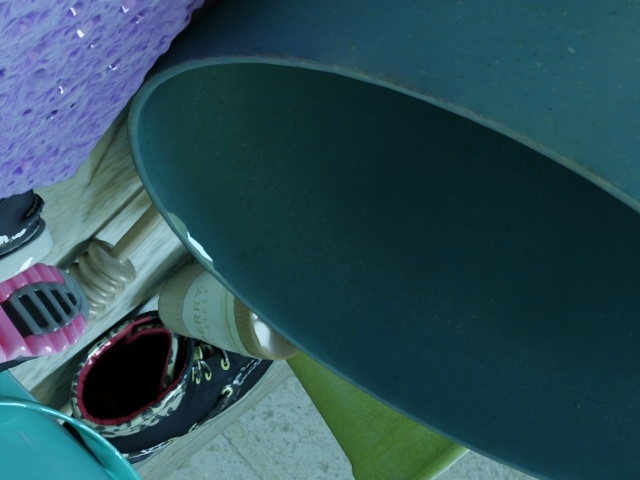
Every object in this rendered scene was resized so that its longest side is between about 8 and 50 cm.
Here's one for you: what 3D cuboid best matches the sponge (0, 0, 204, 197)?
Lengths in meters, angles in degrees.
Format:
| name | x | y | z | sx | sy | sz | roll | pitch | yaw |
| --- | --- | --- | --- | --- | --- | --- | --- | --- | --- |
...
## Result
| name | x | y | z | sx | sy | sz | roll | pitch | yaw |
| --- | --- | --- | --- | --- | --- | --- | --- | --- | --- |
| sponge | -0.104 | -0.042 | 0.336 | 0.117 | 0.031 | 0.210 | -45 | 172 | 29 |

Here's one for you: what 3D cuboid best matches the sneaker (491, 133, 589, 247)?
| name | x | y | z | sx | sy | sz | roll | pitch | yaw |
| --- | --- | --- | --- | --- | --- | --- | --- | --- | --- |
| sneaker | 0.152 | -0.109 | 0.740 | 0.145 | 0.090 | 0.270 | 126 | -16 | -77 |

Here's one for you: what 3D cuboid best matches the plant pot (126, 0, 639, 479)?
| name | x | y | z | sx | sy | sz | roll | pitch | yaw |
| --- | --- | --- | --- | --- | --- | --- | --- | --- | --- |
| plant pot | 0.098 | -0.046 | 0.532 | 0.195 | 0.290 | 0.290 | -58 | 180 | -22 |

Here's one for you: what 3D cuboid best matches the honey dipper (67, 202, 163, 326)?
| name | x | y | z | sx | sy | sz | roll | pitch | yaw |
| --- | --- | --- | --- | --- | --- | --- | --- | --- | --- |
| honey dipper | -0.076 | -0.022 | 0.656 | 0.160 | 0.030 | 0.030 | -47 | 172 | 14 |

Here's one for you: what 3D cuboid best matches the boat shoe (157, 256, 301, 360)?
| name | x | y | z | sx | sy | sz | roll | pitch | yaw |
| --- | --- | --- | --- | --- | --- | --- | --- | --- | --- |
| boat shoe | 0.000 | 0.000 | 0.971 | 0.098 | 0.109 | 0.302 | 3 | -158 | 34 |

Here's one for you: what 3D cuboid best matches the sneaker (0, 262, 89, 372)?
| name | x | y | z | sx | sy | sz | roll | pitch | yaw |
| --- | --- | --- | --- | --- | --- | --- | --- | --- | --- |
| sneaker | -0.159 | 0.048 | 0.594 | 0.057 | 0.047 | 0.119 | -27 | -179 | 44 |

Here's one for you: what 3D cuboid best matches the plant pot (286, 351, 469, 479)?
| name | x | y | z | sx | sy | sz | roll | pitch | yaw |
| --- | --- | --- | --- | --- | --- | --- | --- | --- | --- |
| plant pot | 0.077 | 0.111 | 1.385 | 0.276 | 0.254 | 0.276 | -41 | 173 | -6 |

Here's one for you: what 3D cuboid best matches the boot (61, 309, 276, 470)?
| name | x | y | z | sx | sy | sz | roll | pitch | yaw |
| --- | --- | --- | --- | --- | --- | --- | --- | --- | --- |
| boot | -0.100 | 0.090 | 0.993 | 0.236 | 0.085 | 0.178 | -38 | 170 | -23 |

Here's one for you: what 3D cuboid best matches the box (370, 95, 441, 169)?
| name | x | y | z | sx | sy | sz | roll | pitch | yaw |
| --- | --- | --- | --- | --- | --- | --- | --- | --- | --- |
| box | 0.002 | -0.048 | 0.717 | 0.137 | 0.072 | 0.126 | -42 | 173 | 10 |

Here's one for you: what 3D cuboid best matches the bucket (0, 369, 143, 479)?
| name | x | y | z | sx | sy | sz | roll | pitch | yaw |
| --- | --- | --- | --- | --- | --- | --- | --- | --- | --- |
| bucket | -0.210 | 0.207 | 0.702 | 0.281 | 0.183 | 0.281 | -41 | 174 | -5 |

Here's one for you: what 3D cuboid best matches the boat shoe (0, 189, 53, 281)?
| name | x | y | z | sx | sy | sz | roll | pitch | yaw |
| --- | --- | --- | --- | --- | --- | --- | --- | --- | --- |
| boat shoe | -0.143 | 0.009 | 0.421 | 0.125 | 0.038 | 0.046 | -30 | -150 | -34 |
